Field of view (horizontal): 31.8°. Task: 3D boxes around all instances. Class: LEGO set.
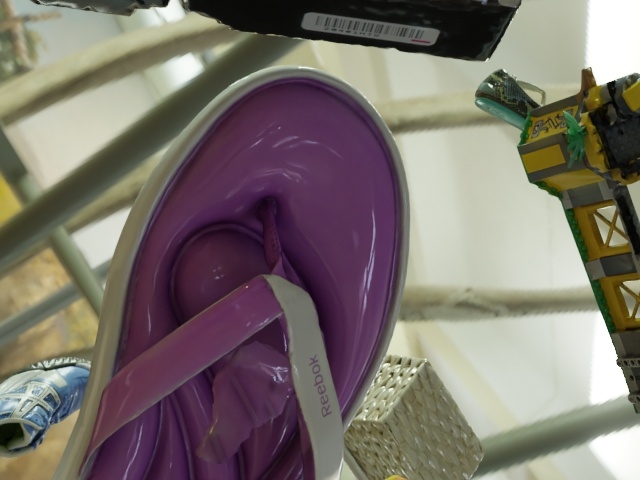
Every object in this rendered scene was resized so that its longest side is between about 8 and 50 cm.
[{"bbox_3d":[0.304,-0.033,0.663,0.192,0.331,0.254,-16,-94,62],"label":"LEGO set"}]

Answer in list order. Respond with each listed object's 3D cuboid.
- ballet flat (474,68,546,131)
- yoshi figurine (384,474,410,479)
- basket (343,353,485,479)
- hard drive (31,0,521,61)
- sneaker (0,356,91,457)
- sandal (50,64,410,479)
[{"bbox_3d":[0.289,-0.159,1.450,0.188,0.070,0.070,33,-5,-11],"label":"ballet flat"},{"bbox_3d":[0.149,0.351,0.818,0.362,0.203,0.203,38,-62,27],"label":"yoshi figurine"},{"bbox_3d":[0.093,0.218,1.263,0.103,0.113,0.167,-5,-53,48],"label":"basket"},{"bbox_3d":[-0.014,-0.266,0.587,0.064,0.237,0.338,113,-17,-66],"label":"hard drive"},{"bbox_3d":[-0.306,0.184,1.167,0.081,0.211,0.080,37,-56,28],"label":"sneaker"},{"bbox_3d":[-0.054,0.112,0.601,0.169,0.416,0.102,21,4,-24],"label":"sandal"}]
